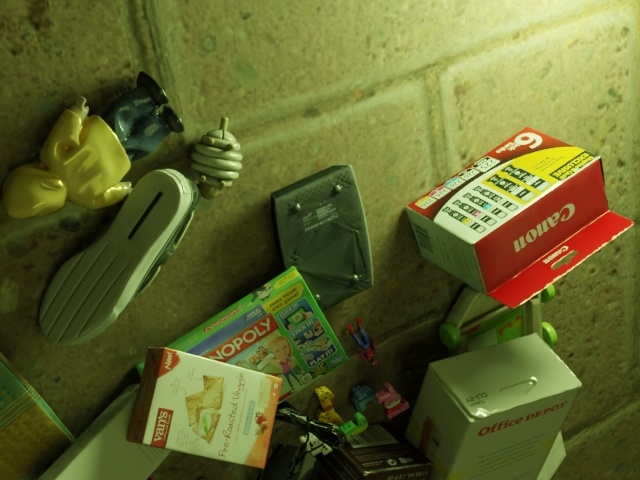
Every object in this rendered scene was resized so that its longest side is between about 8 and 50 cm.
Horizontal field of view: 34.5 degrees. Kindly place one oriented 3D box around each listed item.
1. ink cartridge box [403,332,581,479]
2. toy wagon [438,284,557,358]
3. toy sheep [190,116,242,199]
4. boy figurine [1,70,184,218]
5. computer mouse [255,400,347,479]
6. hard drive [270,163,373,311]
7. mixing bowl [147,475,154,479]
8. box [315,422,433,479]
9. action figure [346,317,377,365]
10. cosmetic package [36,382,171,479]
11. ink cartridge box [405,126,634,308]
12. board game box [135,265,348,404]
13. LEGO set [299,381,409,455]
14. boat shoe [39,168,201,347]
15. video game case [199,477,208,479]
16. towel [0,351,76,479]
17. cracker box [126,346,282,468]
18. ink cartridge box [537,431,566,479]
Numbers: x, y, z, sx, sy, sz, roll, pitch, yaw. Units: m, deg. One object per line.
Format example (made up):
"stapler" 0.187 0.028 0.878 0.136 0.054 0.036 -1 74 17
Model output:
"ink cartridge box" 0.321 0.394 2.066 0.279 0.160 0.385 -12 135 -28
"toy wagon" 0.360 0.160 2.110 0.267 0.068 0.344 -23 121 -23
"toy sheep" -0.163 -0.128 1.622 0.091 0.091 0.132 14 97 -37
"boy figurine" -0.336 -0.118 1.510 0.285 0.092 0.177 -39 131 -11
"computer mouse" -0.087 0.411 1.902 0.184 0.060 0.262 31 119 -5
"hard drive" 0.000 0.000 1.807 0.172 0.054 0.255 -26 124 -21
"mixing bowl" -0.365 0.459 1.731 0.181 0.098 0.182 9 75 -33
"box" 0.090 0.488 2.017 0.168 0.167 0.203 0 111 -32
"action figure" 0.085 0.199 1.972 0.038 0.030 0.115 -40 129 -18
"cosmetic package" -0.336 0.350 1.666 0.231 0.085 0.117 -46 107 -32
"ink cartridge box" 0.366 -0.048 1.887 0.309 0.272 0.130 -33 126 -17
"board game box" -0.131 0.211 1.792 0.317 0.046 0.214 -32 126 -5
"LEGO set" 0.042 0.318 1.965 0.227 0.087 0.093 -28 121 -13
"boat shoe" -0.294 0.037 1.589 0.335 0.121 0.119 -47 161 12
"video game case" -0.129 0.545 1.873 0.023 0.212 0.193 -44 129 8
"towel" -0.535 0.331 1.581 0.271 0.040 0.370 -37 139 -13
"cracker box" -0.186 0.276 1.690 0.232 0.067 0.156 19 75 -31
"ink cartridge box" 0.470 0.421 2.275 0.181 0.056 0.225 -33 110 -51
